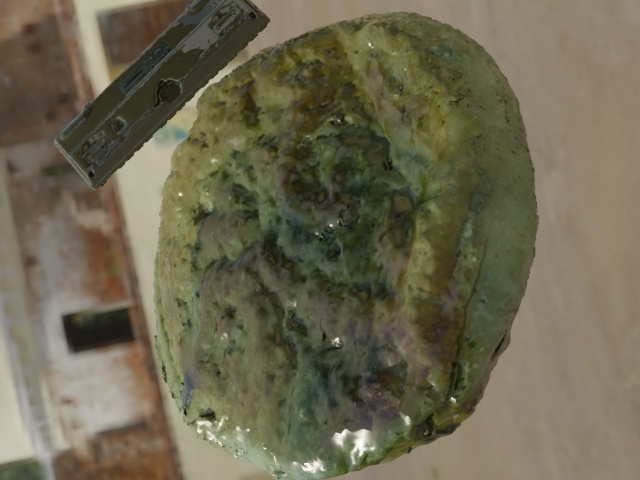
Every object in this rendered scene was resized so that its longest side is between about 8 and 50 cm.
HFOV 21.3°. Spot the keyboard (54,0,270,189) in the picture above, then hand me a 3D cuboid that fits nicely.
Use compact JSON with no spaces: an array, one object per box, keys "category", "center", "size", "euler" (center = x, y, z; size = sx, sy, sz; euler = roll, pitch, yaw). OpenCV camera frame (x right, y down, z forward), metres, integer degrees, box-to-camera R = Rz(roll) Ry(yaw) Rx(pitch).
[{"category":"keyboard","center":[-0.085,-0.084,0.905],"size":[0.049,0.129,0.015],"euler":[45,180,44]}]

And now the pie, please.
[{"category":"pie","center":[0.000,0.000,0.948],"size":[0.078,0.277,0.277],"euler":[25,-136,-50]}]
